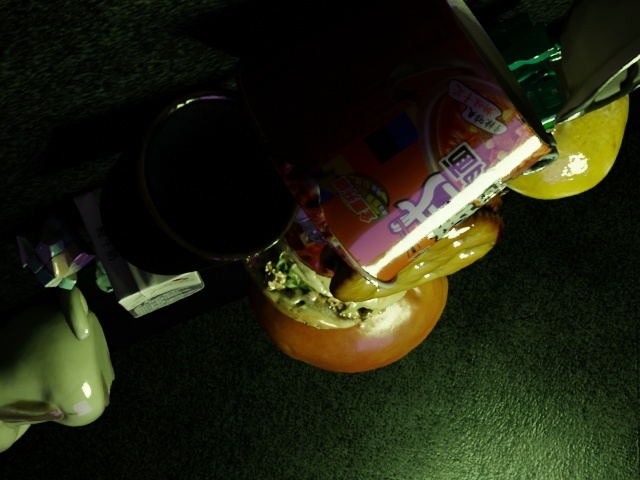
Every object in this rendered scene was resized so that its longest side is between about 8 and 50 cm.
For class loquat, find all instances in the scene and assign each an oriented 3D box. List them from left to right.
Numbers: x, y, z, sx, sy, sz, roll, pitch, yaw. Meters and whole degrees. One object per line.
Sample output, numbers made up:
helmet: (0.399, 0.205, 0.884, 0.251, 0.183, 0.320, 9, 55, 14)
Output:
loquat: (0.294, -0.160, 1.845, 0.213, 0.213, 0.246, -24, 177, 13)

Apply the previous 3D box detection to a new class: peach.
peach: (0.037, 0.076, 2.449, 0.302, 0.343, 0.343, -42, 171, 9)

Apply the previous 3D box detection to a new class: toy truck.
toy truck: (0.109, -0.131, 1.593, 0.363, 0.176, 0.178, -25, 165, 14)

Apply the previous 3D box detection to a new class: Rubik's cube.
Rubik's cube: (-0.312, 0.015, 1.664, 0.073, 0.075, 0.084, -40, 158, 4)

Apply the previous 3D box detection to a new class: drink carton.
drink carton: (-0.210, 0.006, 1.696, 0.102, 0.134, 0.222, -22, 174, -6)

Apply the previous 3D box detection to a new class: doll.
doll: (-0.491, 0.229, 2.310, 0.370, 0.226, 0.215, -28, -151, 8)

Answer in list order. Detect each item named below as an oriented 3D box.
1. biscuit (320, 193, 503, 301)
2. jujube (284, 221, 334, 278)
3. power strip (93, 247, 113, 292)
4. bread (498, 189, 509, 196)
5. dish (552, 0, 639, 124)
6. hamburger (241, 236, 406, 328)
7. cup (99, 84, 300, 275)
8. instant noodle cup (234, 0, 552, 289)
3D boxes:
biscuit: (0.105, 0.005, 1.616, 0.220, 0.066, 0.220, -19, 167, -5)
jujube: (0.058, -0.055, 1.814, 0.232, 0.213, 0.213, -23, 175, 8)
power strip: (-0.245, 0.012, 2.041, 0.167, 0.054, 0.253, -24, 175, -14)
bread: (0.229, -0.091, 2.646, 0.244, 0.123, 0.190, -27, 175, 36)
dish: (0.340, -0.250, 1.447, 0.303, 0.120, 0.303, -33, 173, -5)
hamburger: (0.000, 0.000, 2.019, 0.286, 0.243, 0.146, 25, 126, -25)
cup: (-0.094, -0.057, 1.426, 0.239, 0.166, 0.177, -19, 177, -26)
instant noodle cup: (0.072, -0.111, 1.277, 0.192, 0.250, 0.250, -34, 172, 15)
